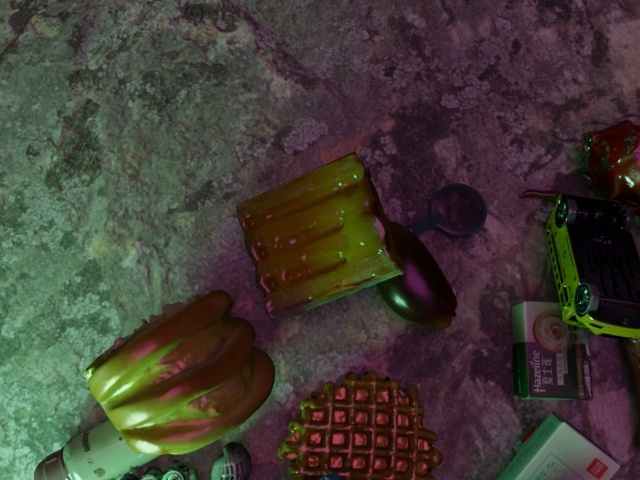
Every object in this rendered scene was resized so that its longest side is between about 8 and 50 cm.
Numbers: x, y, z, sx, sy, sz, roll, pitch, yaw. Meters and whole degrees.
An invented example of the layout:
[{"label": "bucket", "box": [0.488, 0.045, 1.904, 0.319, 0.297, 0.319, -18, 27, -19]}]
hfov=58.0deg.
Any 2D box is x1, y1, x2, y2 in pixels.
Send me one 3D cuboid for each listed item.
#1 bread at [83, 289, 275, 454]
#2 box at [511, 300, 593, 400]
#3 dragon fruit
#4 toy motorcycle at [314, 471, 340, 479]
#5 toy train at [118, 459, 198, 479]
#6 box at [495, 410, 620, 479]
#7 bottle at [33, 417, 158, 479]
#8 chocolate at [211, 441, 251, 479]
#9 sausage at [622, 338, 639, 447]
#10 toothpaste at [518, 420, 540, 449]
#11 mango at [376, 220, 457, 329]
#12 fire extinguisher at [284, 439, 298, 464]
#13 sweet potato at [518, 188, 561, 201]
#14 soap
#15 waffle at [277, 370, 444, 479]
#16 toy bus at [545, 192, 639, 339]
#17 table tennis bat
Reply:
[{"label": "bread", "box": [-0.233, 0.230, 1.038, 0.316, 0.211, 0.270, -29, 74, -43]}, {"label": "box", "box": [0.474, 0.227, 1.191, 0.135, 0.081, 0.199, 2, 74, -3]}, {"label": "dragon fruit", "box": [0.676, -0.126, 1.252, 0.200, 0.198, 0.269, -3, 98, 28]}, {"label": "toy motorcycle", "box": [-0.131, 0.509, 0.971, 0.416, 0.172, 0.232, -22, 117, 2]}, {"label": "toy train", "box": [-0.315, 0.491, 1.087, 0.176, 0.074, 0.118, -10, 87, -11]}, {"label": "box", "box": [0.418, 0.471, 1.095, 0.135, 0.079, 0.269, 38, 93, 6]}, {"label": "bottle", "box": [-0.412, 0.401, 1.080, 0.233, 0.110, 0.110, -27, 79, -8]}, {"label": "chocolate", "box": [-0.181, 0.469, 1.096, 0.072, 0.072, 0.167, 20, 76, 1]}, {"label": "sausage", "box": [0.674, 0.280, 1.192, 0.078, 0.078, 0.304, 0, 76, -3]}, {"label": "toothpaste", "box": [0.484, 0.456, 1.152, 0.193, 0.044, 0.070, 41, 93, 6]}, {"label": "mango", "box": [0.177, 0.071, 1.195, 0.133, 0.111, 0.267, -36, 72, 10]}, {"label": "fire extinguisher", "box": [-0.045, 0.430, 1.140, 0.083, 0.022, 0.028, 39, 39, 7]}, {"label": "sweet potato", "box": [0.504, -0.103, 1.300, 0.115, 0.026, 0.026, 8, 76, 1]}, {"label": "soap", "box": [0.000, 0.000, 1.146, 0.281, 0.143, 0.259, -20, 72, 10]}, {"label": "waffle", "box": [0.079, 0.411, 1.118, 0.329, 0.062, 0.329, 3, 75, -10]}, {"label": "toy bus", "box": [0.545, 0.061, 1.140, 0.145, 0.151, 0.331, 9, 49, -1]}, {"label": "table tennis bat", "box": [0.273, -0.053, 1.271, 0.201, 0.033, 0.124, -24, 77, -13]}]
